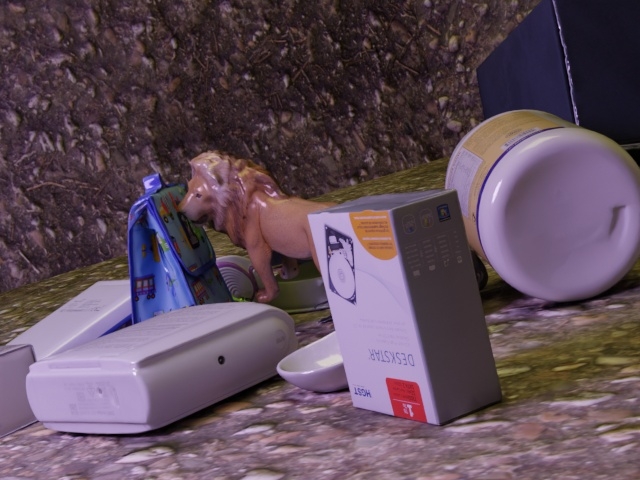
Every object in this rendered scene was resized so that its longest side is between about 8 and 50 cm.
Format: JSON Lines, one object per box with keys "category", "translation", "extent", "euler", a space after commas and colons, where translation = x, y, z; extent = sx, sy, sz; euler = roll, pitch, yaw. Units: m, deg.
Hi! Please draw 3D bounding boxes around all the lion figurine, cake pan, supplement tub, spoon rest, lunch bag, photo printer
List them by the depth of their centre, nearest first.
{"category": "spoon rest", "translation": [0.069, 0.123, 1.611], "extent": [0.276, 0.084, 0.137], "euler": [-16, 7, -30]}
{"category": "photo printer", "translation": [-0.200, 0.163, 1.704], "extent": [0.256, 0.107, 0.307], "euler": [-7, 9, 42]}
{"category": "supplement tub", "translation": [0.314, -0.062, 1.844], "extent": [0.241, 0.241, 0.331], "euler": [-14, 13, -3]}
{"category": "lion figurine", "translation": [-0.032, -0.012, 1.908], "extent": [0.392, 0.240, 0.142], "euler": [9, 35, 37]}
{"category": "lunch bag", "translation": [-0.232, 0.041, 1.982], "extent": [0.138, 0.293, 0.221], "euler": [-13, 7, 10]}
{"category": "cake pan", "translation": [0.039, 0.065, 2.265], "extent": [0.293, 0.054, 0.293], "euler": [-13, 6, 1]}

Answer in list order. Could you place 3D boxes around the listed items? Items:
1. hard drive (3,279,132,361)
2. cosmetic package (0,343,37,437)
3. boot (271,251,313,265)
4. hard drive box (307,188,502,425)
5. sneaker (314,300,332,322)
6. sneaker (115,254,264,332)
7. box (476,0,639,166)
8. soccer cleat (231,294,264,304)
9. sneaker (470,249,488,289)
{"category": "hard drive", "translation": [-0.433, 0.164, 2.079], "extent": [0.318, 0.040, 0.210], "euler": [-37, 19, -33]}
{"category": "cosmetic package", "translation": [-0.555, 0.229, 1.848], "extent": [0.309, 0.113, 0.160], "euler": [-6, 10, 43]}
{"category": "boot", "translation": [-0.001, -0.002, 2.762], "extent": [0.236, 0.085, 0.178], "euler": [-8, 7, 44]}
{"category": "hard drive box", "translation": [0.090, 0.069, 1.382], "extent": [0.089, 0.232, 0.181], "euler": [-18, 7, -28]}
{"category": "sneaker", "translation": [0.074, 0.095, 1.980], "extent": [0.089, 0.051, 0.170], "euler": [-22, 8, -39]}
{"category": "sneaker", "translation": [-0.239, 0.099, 2.274], "extent": [0.305, 0.114, 0.152], "euler": [-17, 9, -29]}
{"category": "box", "translation": [0.588, -0.269, 2.319], "extent": [0.471, 0.298, 0.480], "euler": [-9, -7, -10]}
{"category": "soccer cleat", "translation": [-0.151, 0.126, 2.146], "extent": [0.178, 0.072, 0.060], "euler": [15, -3, 34]}
{"category": "sneaker", "translation": [0.207, 0.052, 1.891], "extent": [0.121, 0.099, 0.262], "euler": [25, 18, -16]}
